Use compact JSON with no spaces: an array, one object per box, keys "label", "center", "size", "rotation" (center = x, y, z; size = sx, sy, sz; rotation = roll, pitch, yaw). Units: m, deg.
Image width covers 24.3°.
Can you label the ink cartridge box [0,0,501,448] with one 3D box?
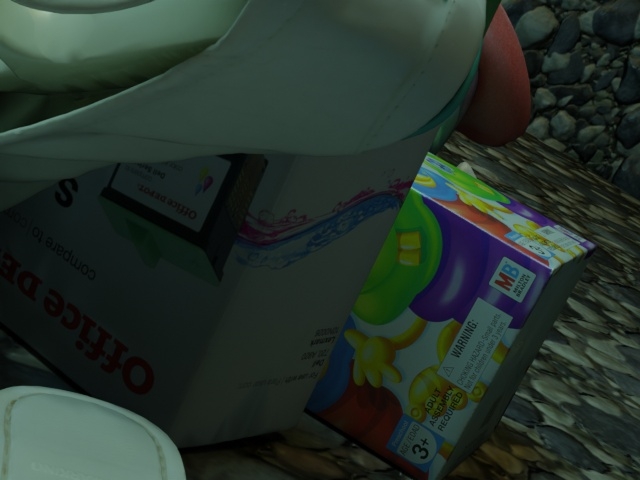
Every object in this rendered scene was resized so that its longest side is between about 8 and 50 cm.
[{"label":"ink cartridge box","center":[-0.060,-0.066,0.732],"size":[0.201,0.278,0.117],"rotation":[34,18,28]}]

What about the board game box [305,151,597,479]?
[{"label":"board game box","center":[0.000,0.000,0.880],"size":[0.275,0.142,0.144],"rotation":[30,14,14]}]

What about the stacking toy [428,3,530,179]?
[{"label":"stacking toy","center":[-0.012,-0.080,1.052],"size":[0.309,0.279,0.130],"rotation":[18,46,37]}]

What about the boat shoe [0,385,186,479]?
[{"label":"boat shoe","center":[-0.084,0.116,0.414],"size":[0.095,0.079,0.254],"rotation":[15,12,-13]}]

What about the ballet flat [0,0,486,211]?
[{"label":"ballet flat","center":[-0.127,-0.086,0.620],"size":[0.400,0.139,0.139],"rotation":[-5,-7,34]}]
